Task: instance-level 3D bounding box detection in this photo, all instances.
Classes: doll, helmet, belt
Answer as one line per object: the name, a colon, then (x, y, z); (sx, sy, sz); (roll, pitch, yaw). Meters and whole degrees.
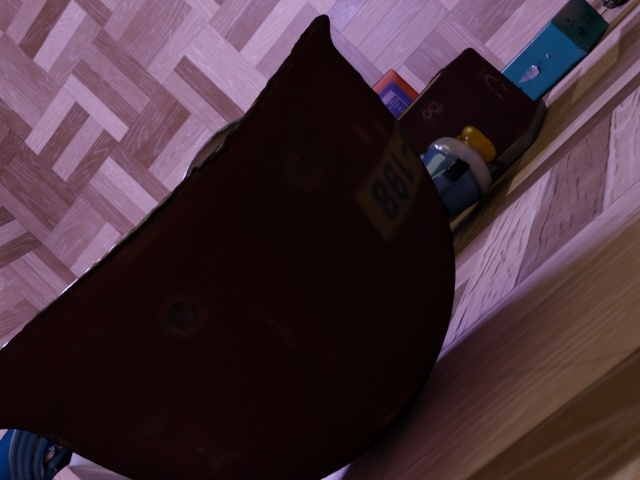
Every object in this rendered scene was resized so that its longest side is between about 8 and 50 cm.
doll: (0.093, -0.022, 1.169); (0.314, 0.141, 0.177); (-43, -3, -11)
helmet: (-0.034, 0.051, 0.629); (0.337, 0.230, 0.385); (-45, 9, 27)
belt: (-0.428, 0.401, 1.703); (0.173, 0.300, 0.436); (-44, 3, 39)

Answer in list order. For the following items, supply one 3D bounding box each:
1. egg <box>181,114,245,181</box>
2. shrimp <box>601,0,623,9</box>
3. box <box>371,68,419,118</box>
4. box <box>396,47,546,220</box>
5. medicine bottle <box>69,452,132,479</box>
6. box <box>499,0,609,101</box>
egg: (-0.033, -0.041, 1.521); (0.354, 0.354, 0.340); (-46, -4, 10)
shrimp: (0.634, -0.530, 1.849); (0.150, 0.051, 0.217); (-38, 0, 27)
box: (0.132, -0.174, 2.119); (0.349, 0.257, 0.318); (-46, -4, 4)
box: (0.218, -0.175, 1.402); (0.193, 0.167, 0.294); (-48, -1, 26)
medicine bottle: (-0.277, 0.237, 1.479); (0.190, 0.189, 0.332); (135, 148, -66)
box: (0.422, -0.341, 1.749); (0.153, 0.092, 0.245); (-47, 1, -44)
